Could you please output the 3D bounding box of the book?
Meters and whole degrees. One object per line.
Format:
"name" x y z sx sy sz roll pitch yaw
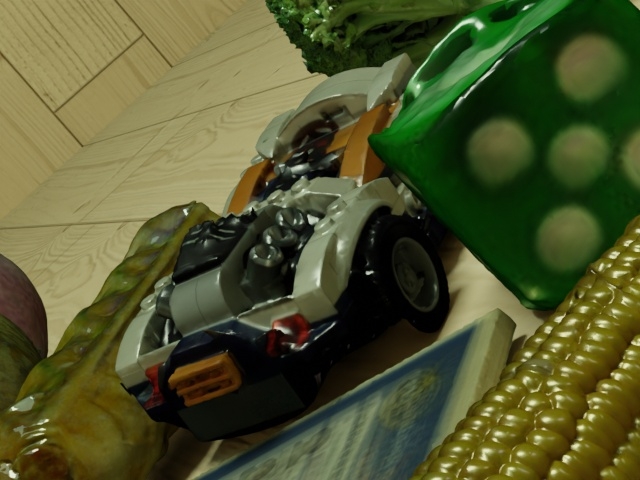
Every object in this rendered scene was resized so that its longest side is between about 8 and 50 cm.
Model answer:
"book" -0.055 0.165 0.694 0.322 0.018 0.228 -32 17 31

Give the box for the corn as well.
"corn" 0.093 0.058 0.502 0.231 0.080 0.080 -49 16 -30

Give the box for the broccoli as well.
"broccoli" 0.079 -0.202 1.119 0.270 0.270 0.270 23 59 40

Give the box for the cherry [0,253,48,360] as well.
"cherry" -0.336 0.106 1.285 0.213 0.184 0.266 -29 -14 -39

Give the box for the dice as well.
"dice" 0.107 -0.048 0.718 0.131 0.120 0.128 -42 15 2

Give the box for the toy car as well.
"toy car" -0.001 -0.001 0.877 0.193 0.118 0.301 -22 18 35

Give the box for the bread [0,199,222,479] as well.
"bread" -0.118 0.078 0.933 0.087 0.098 0.269 -61 -2 41

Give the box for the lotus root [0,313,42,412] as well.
"lotus root" -0.243 0.139 1.018 0.173 0.173 0.309 -42 20 -9
